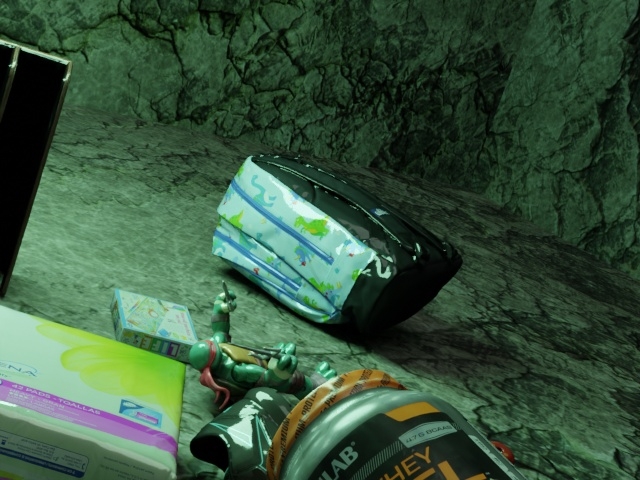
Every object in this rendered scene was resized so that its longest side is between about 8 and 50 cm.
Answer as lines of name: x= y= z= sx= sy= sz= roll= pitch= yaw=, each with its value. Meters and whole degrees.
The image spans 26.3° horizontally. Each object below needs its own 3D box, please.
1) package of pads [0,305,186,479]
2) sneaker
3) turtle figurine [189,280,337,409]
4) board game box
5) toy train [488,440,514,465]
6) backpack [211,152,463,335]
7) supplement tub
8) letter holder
package of pads: x=-0.253 y=0.171 z=1.324 sx=0.229 sy=0.101 sz=0.296 roll=19 pitch=12 yaw=-8
sneaker: x=-0.030 y=0.255 z=1.374 sx=0.106 sy=0.101 sz=0.267 roll=-21 pitch=38 yaw=-28
turtle figurine: x=-0.088 y=0.140 z=1.669 sx=0.175 sy=0.118 sz=0.234 roll=48 pitch=12 yaw=36
board game box: x=-0.219 y=0.111 z=1.800 sx=0.103 sy=0.026 sz=0.154 roll=15 pitch=13 yaw=-16
toy train: x=0.089 y=0.265 z=1.465 sx=0.248 sy=0.105 sz=0.143 roll=18 pitch=26 yaw=-3
backpack: x=0.000 y=0.000 z=2.170 sx=0.355 sy=0.273 sz=0.290 roll=46 pitch=23 yaw=15
supplement tub: x=0.098 y=0.259 z=1.156 sx=0.193 sy=0.193 sz=0.316 roll=7 pitch=26 yaw=-43
letter holder: x=-0.422 y=-0.086 z=1.707 sx=0.152 sy=0.302 sz=0.214 roll=16 pitch=13 yaw=-15
